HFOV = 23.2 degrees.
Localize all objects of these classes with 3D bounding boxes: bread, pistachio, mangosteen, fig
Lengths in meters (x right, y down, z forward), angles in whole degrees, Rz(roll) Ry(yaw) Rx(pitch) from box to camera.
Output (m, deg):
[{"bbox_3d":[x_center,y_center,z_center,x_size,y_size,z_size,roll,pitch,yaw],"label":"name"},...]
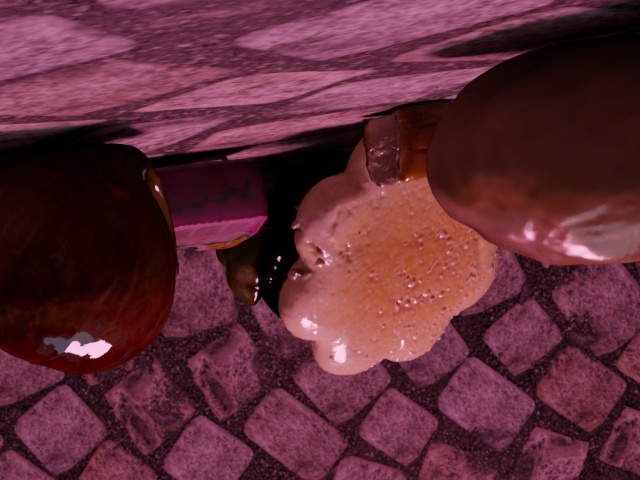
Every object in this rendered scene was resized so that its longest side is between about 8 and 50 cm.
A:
[{"bbox_3d":[0.087,0.012,1.617,0.316,0.316,0.054,-9,-147,-37],"label":"bread"},{"bbox_3d":[0.090,-0.091,1.470,0.083,0.070,0.077,-12,-179,-41],"label":"bread"},{"bbox_3d":[0.222,-0.069,1.174,0.293,0.181,0.162,-14,153,-11],"label":"pistachio"},{"bbox_3d":[0.000,0.000,1.747,0.243,0.243,0.243,-11,178,0],"label":"mangosteen"},{"bbox_3d":[-0.200,0.007,1.247,0.205,0.205,0.205,-11,178,0],"label":"fig"}]

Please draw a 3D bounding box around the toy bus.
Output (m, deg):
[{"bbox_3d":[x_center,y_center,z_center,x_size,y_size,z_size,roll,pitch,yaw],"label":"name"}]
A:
[{"bbox_3d":[-0.189,-0.028,1.514,0.274,0.090,0.112,-9,171,-34],"label":"toy bus"}]
